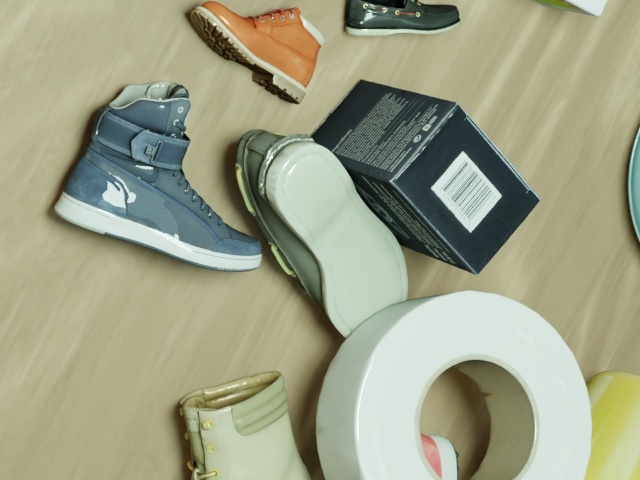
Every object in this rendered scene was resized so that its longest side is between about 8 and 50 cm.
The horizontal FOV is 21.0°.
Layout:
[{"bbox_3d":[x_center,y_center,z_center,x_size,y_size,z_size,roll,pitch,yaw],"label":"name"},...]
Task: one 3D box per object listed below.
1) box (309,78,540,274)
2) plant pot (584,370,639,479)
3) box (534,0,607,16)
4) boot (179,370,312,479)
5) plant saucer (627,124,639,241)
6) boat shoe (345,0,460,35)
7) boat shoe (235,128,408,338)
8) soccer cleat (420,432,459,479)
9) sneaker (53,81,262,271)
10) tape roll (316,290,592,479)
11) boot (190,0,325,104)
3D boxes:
[{"bbox_3d":[0.099,-0.069,1.783,0.108,0.207,0.153,-49,120,-9],"label":"box"},{"bbox_3d":[0.342,0.293,1.990,0.254,0.254,0.239,41,66,-29],"label":"plant pot"},{"bbox_3d":[0.212,-0.328,1.831,0.203,0.114,0.103,22,93,-29],"label":"box"},{"bbox_3d":[-0.126,0.267,1.810,0.262,0.095,0.203,-23,112,-23],"label":"boot"},{"bbox_3d":[0.500,-0.079,2.062,0.317,0.043,0.318,-3,100,-19],"label":"plant saucer"},{"bbox_3d":[0.090,-0.241,1.826,0.133,0.049,0.042,-4,112,-22],"label":"boat shoe"},{"bbox_3d":[0.003,-0.003,1.808,0.109,0.091,0.305,-46,136,-16],"label":"boat shoe"},{"bbox_3d":[0.085,0.354,1.875,0.116,0.108,0.318,16,58,-24],"label":"soccer cleat"},{"bbox_3d":[-0.134,-0.066,1.731,0.226,0.086,0.163,20,95,-29],"label":"sneaker"},{"bbox_3d":[0.142,0.197,1.812,0.286,0.100,0.286,3,83,-26],"label":"tape roll"},{"bbox_3d":[-0.062,-0.213,1.755,0.158,0.059,0.085,33,83,-38],"label":"boot"}]
